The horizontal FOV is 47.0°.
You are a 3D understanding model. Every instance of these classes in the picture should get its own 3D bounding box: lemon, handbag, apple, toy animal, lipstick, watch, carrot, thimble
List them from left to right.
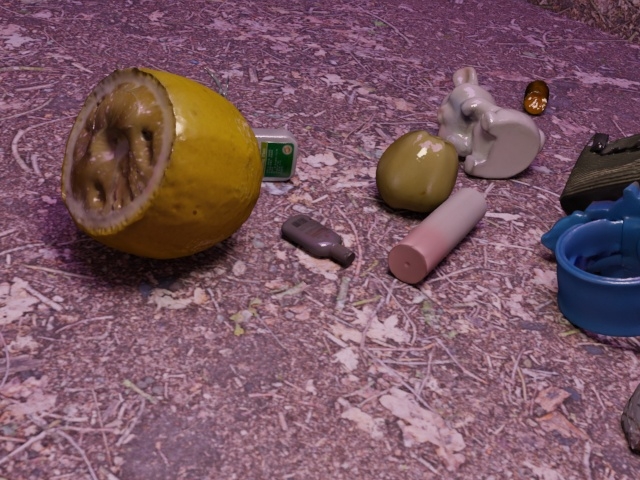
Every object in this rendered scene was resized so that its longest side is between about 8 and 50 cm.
[{"bbox_3d":[-0.270,-0.128,1.368,0.364,0.364,0.364,7,33,-5],"label":"lemon"},{"bbox_3d":[0.223,-0.154,1.681,0.200,0.200,0.200,7,33,-5],"label":"apple"},{"bbox_3d":[0.254,-0.017,1.558,0.087,0.087,0.327,25,36,22],"label":"lipstick"},{"bbox_3d":[0.435,-0.323,1.991,0.241,0.196,0.367,-2,35,-31],"label":"toy animal"},{"bbox_3d":[0.701,-0.468,2.386,0.082,0.082,0.173,16,30,9],"label":"carrot"},{"bbox_3d":[0.558,0.043,1.448,0.305,0.241,0.274,7,38,35],"label":"watch"},{"bbox_3d":[0.711,-0.132,1.591,0.341,0.247,0.240,-16,39,45],"label":"handbag"},{"bbox_3d":[0.562,0.273,1.172,0.127,0.118,0.151,22,34,13],"label":"thimble"}]

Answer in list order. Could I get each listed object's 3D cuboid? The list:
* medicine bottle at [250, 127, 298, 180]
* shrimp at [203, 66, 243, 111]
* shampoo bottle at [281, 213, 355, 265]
[{"bbox_3d":[-0.148,-0.197,1.692,0.183,0.119,0.069,1,34,-14],"label":"medicine bottle"},{"bbox_3d":[-0.321,-0.281,1.754,0.221,0.166,0.410,26,48,19],"label":"shrimp"},{"bbox_3d":[0.000,0.000,1.504,0.165,0.040,0.080,32,37,29],"label":"shampoo bottle"}]
